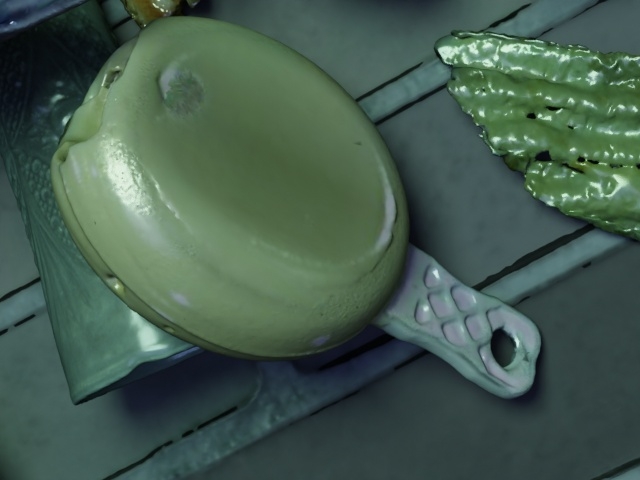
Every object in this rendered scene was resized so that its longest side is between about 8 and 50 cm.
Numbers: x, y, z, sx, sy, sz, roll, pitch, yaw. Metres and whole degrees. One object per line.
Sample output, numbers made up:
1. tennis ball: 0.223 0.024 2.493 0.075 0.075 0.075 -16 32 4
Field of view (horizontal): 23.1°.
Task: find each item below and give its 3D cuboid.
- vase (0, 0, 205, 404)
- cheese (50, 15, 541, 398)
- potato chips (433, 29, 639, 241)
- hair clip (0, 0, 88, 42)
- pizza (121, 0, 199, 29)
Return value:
1. vase: -0.107 -0.047 0.692 0.096 0.096 0.219 -25 85 14
2. cheese: 0.000 0.000 0.646 0.227 0.137 0.064 32 145 -20
3. potato chips: 0.145 -0.039 0.662 0.208 0.028 0.091 9 94 11
4. hair clip: -0.192 -0.087 0.639 0.278 0.090 0.137 -19 84 50
5. pizza: -0.063 -0.136 0.706 0.078 0.025 0.083 -13 97 18
